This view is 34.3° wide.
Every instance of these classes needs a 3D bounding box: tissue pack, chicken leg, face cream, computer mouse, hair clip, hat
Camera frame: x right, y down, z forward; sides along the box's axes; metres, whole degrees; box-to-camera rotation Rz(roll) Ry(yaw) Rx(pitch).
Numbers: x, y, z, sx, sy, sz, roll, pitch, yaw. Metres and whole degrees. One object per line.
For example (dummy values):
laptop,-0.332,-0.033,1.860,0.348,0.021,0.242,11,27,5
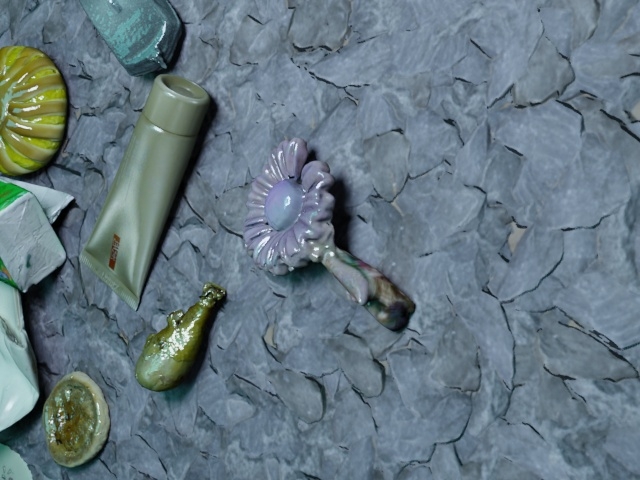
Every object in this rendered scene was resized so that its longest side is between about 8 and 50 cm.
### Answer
tissue pack,-0.508,-0.038,1.658,0.209,0.156,0.148,18,137,37
chicken leg,-0.195,0.130,1.439,0.178,0.070,0.093,-55,51,13
face cream,-0.255,-0.072,1.496,0.137,0.084,0.341,38,117,24
computer mouse,-0.277,-0.331,1.535,0.113,0.068,0.229,-41,73,15
hair clip,-0.004,0.001,1.288,0.300,0.069,0.173,44,114,32
hat,-0.574,0.167,1.693,0.258,0.168,0.301,-10,50,1

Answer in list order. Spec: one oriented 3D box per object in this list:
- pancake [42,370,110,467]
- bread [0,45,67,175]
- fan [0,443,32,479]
pancake,-0.381,0.279,1.598,0.152,0.025,0.151,-4,84,37
bread,-0.495,-0.211,1.677,0.213,0.105,0.213,-4,83,36
fan,-0.607,0.495,1.770,0.415,0.012,0.233,-38,64,27
